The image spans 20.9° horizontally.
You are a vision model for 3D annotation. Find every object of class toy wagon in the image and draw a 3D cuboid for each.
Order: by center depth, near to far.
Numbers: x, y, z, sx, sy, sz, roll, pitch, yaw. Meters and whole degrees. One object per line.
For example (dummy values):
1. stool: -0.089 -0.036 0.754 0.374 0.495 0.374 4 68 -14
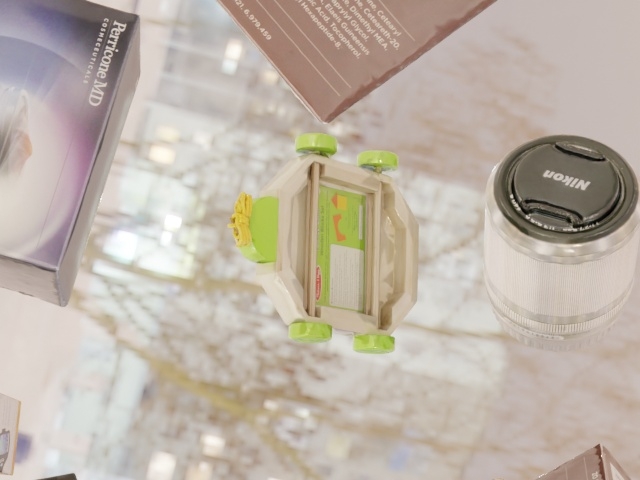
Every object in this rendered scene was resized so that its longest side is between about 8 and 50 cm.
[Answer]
1. toy wagon: 0.000 0.000 2.229 0.068 0.344 0.267 -10 -106 44

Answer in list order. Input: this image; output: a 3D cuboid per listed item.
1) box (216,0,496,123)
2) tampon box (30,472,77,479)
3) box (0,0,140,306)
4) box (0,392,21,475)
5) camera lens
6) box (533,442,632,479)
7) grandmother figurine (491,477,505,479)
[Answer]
1. box: 0.042 -0.220 1.183 0.203 0.167 0.168 -34 -167 29
2. tampon box: -0.334 0.335 1.865 0.101 0.161 0.120 62 -34 38
3. box: -0.367 -0.122 1.839 0.183 0.294 0.296 116 -10 -74
4. box: -0.342 0.199 1.805 0.136 0.028 0.081 64 31 -77
5. camera lens: 0.343 0.002 2.481 0.274 0.219 0.219 85 11 -51
6. box: 0.250 0.443 2.279 0.381 0.143 0.191 -34 -164 16
7. grandmother figurine: 0.211 0.352 1.786 0.104 0.342 0.207 1 -95 47
